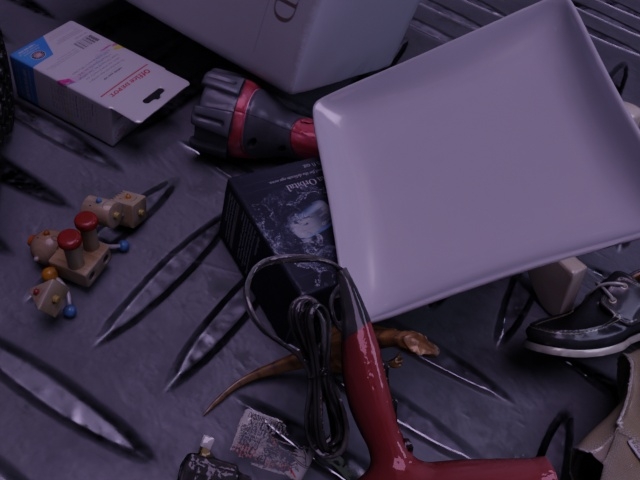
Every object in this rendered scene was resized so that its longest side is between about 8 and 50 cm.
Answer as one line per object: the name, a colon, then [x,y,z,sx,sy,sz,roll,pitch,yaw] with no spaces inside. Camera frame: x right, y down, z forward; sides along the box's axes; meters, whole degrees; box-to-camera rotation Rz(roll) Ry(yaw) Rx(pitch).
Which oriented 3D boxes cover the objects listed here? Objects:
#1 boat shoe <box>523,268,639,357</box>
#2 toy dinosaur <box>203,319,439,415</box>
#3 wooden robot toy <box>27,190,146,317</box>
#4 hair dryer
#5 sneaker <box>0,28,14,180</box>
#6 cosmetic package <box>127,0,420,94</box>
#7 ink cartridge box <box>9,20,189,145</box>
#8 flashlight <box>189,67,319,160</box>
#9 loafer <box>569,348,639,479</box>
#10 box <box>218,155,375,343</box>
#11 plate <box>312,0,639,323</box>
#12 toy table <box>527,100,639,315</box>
boat shoe: [0.306,0.072,0.692,0.233,0.079,0.084,-10,9,-27]
toy dinosaur: [0.004,0.103,0.599,0.212,0.112,0.064,-19,76,19]
wooden robot toy: [-0.245,-0.002,0.629,0.079,0.076,0.173,16,47,12]
hair dryer: [0.046,0.155,0.502,0.294,0.080,0.223,23,92,0]
sneaker: [-0.402,-0.142,0.658,0.146,0.134,0.343,0,51,-14]
cosmetic package: [-0.063,-0.439,0.824,0.394,0.329,0.327,33,32,15]
ink cartridge box: [-0.260,-0.183,0.779,0.181,0.061,0.104,29,50,10]
flashlight: [0.004,-0.118,0.771,0.304,0.103,0.103,15,47,-1]
loafer: [0.273,0.194,0.581,0.092,0.101,0.268,6,37,21]
box: [0.000,0.000,0.677,0.156,0.093,0.158,-18,59,-28]
plate: [0.138,-0.075,0.604,0.277,0.045,0.278,-20,55,16]
toy table: [0.233,-0.052,0.708,0.274,0.252,0.161,-30,46,-22]
